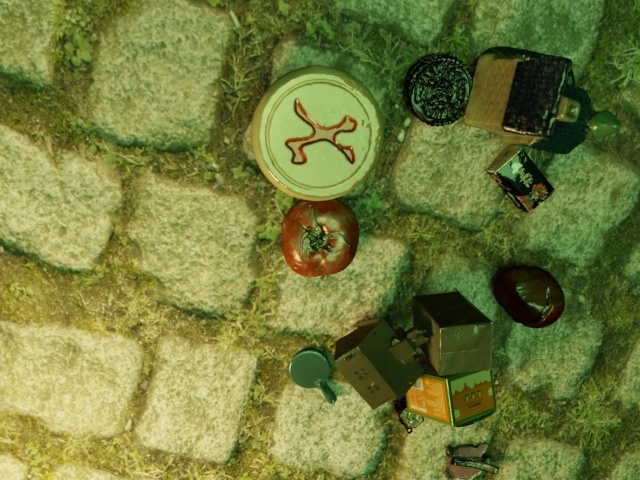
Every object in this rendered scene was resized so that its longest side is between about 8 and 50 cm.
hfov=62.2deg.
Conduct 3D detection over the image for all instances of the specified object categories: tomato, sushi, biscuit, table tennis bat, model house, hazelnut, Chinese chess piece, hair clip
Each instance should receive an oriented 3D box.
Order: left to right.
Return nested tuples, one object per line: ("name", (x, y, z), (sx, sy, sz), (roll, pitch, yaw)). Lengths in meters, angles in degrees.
("table tennis bat", (-0.013, 0.416, 1.602), (0.124, 0.033, 0.201), (-33, 105, 4))
("Chinese chess piece", (-0.008, -0.269, 1.353), (0.338, 0.140, 0.338), (-2, 105, -8))
("tomato", (0.000, 0.000, 1.454), (0.237, 0.095, 0.236), (-2, 106, -7))
("model house", (0.192, 0.307, 1.504), (0.243, 0.204, 0.211), (-35, 105, 13))
("sushi", (0.281, 0.527, 1.650), (0.094, 0.084, 0.098), (-27, 110, -7))
("biscuit", (0.314, -0.400, 1.410), (0.194, 0.053, 0.194), (-3, 106, -9))
("hair clip", (0.496, 0.745, 1.768), (0.187, 0.056, 0.146), (4, 106, -1))
("hazelnut", (0.609, 0.161, 1.565), (0.204, 0.178, 0.178), (22, 101, -9))
("model house", (0.571, -0.343, 1.332), (0.298, 0.284, 0.243), (6, 109, -20))

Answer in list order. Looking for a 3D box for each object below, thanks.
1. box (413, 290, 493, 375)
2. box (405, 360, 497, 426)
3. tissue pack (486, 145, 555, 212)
("box", (0.370, 0.261, 1.512), (0.149, 0.231, 0.155), (-5, 107, -7))
("box", (0.372, 0.433, 1.539), (0.177, 0.195, 0.148), (-7, 89, -31))
("tissue pack", (0.560, -0.172, 1.492), (0.103, 0.090, 0.170), (-45, 106, 8))
